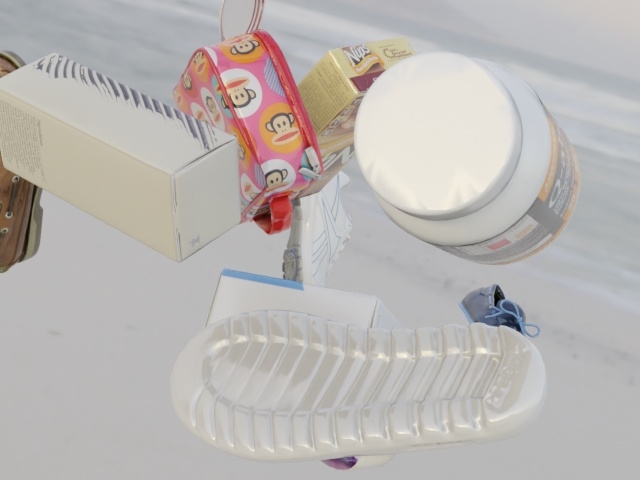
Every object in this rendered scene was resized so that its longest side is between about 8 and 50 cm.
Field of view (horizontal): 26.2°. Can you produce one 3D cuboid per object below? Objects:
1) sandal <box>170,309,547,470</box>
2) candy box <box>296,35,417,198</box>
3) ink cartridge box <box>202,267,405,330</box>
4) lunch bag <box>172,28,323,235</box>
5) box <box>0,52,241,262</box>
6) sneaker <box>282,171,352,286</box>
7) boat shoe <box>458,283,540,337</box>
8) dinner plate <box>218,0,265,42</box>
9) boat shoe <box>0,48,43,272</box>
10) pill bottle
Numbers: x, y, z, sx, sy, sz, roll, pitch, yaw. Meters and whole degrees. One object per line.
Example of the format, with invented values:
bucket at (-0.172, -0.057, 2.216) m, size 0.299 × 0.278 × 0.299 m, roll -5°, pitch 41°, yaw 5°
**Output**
sandal at (0.032, 0.168, 1.409) m, size 0.416 × 0.169 × 0.102 m, roll 1°, pitch -33°, yaw 27°
candy box at (0.005, -0.174, 2.090) m, size 0.183 × 0.316 × 0.087 m, roll -18°, pitch 70°, yaw -46°
ink cartridge box at (0.000, 0.156, 1.845) m, size 0.223 × 0.129 × 0.307 m, roll 9°, pitch -16°, yaw 19°
lunch bag at (-0.098, -0.133, 1.886) m, size 0.120 × 0.258 × 0.293 m, roll -22°, pitch -2°, yaw -17°
box at (-0.212, -0.090, 1.406) m, size 0.275 × 0.113 × 0.094 m, roll 27°, pitch 45°, yaw 31°
sneaker at (0.000, 0.000, 2.563) m, size 0.129 × 0.297 × 0.111 m, roll 1°, pitch 3°, yaw -21°
boat shoe at (0.303, 0.133, 2.328) m, size 0.109 × 0.089 × 0.258 m, roll 50°, pitch 5°, yaw -28°
dinner plate at (-0.118, -0.336, 1.999) m, size 0.017 × 0.141 × 0.141 m, roll 16°, pitch 10°, yaw 21°
boat shoe at (-0.420, -0.090, 1.773) m, size 0.110 × 0.307 × 0.104 m, roll 21°, pitch 33°, yaw 30°
pill bottle at (0.131, -0.069, 1.198) m, size 0.162 × 0.162 × 0.278 m, roll 18°, pitch 0°, yaw 19°
